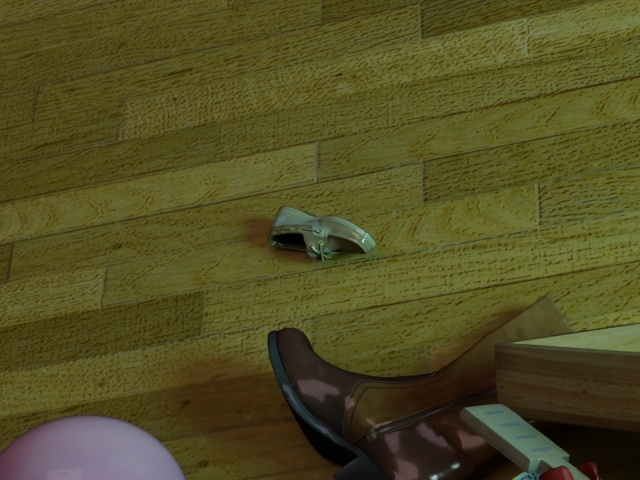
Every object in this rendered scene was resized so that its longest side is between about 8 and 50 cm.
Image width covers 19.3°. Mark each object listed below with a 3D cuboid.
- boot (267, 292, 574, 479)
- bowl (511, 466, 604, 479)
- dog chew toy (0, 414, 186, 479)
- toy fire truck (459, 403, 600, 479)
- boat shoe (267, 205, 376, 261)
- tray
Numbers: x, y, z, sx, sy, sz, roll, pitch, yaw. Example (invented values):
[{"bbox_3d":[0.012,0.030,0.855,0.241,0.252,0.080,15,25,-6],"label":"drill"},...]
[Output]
[{"bbox_3d":[0.110,0.126,1.852,0.280,0.096,0.264,-32,48,-5],"label":"boot"},{"bbox_3d":[0.199,0.289,1.673,0.170,0.170,0.080,-63,13,-28],"label":"bowl"},{"bbox_3d":[-0.220,0.334,1.760,0.207,0.206,0.332,-13,57,13],"label":"dog chew toy"},{"bbox_3d":[0.239,0.234,1.588,0.158,0.217,0.246,-28,68,37],"label":"toy fire truck"},{"bbox_3d":[0.000,0.000,2.034,0.135,0.050,0.045,12,61,42],"label":"boat shoe"},{"bbox_3d":[0.356,0.120,1.587,0.203,0.076,0.411,-6,3,-34],"label":"tray"}]
